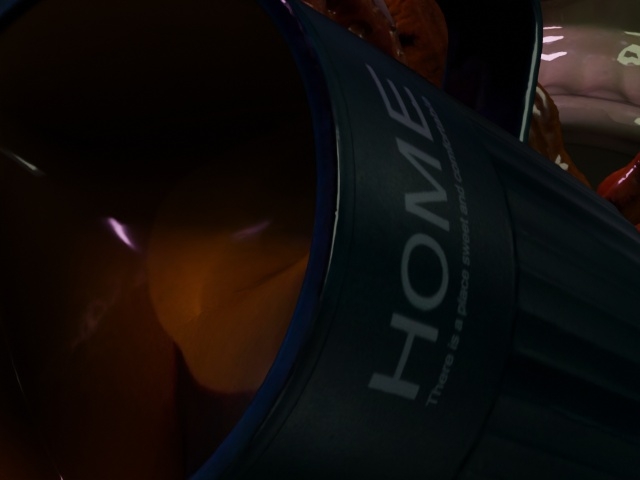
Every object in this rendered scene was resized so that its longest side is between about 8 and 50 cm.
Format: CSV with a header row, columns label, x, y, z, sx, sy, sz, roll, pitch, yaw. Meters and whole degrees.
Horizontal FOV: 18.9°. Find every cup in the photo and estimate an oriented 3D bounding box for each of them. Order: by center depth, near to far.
label,x,y,z,sx,sy,sz,roll,pitch,yaw
cup,-0.013,0.011,0.831,0.292,0.242,0.308,24,42,-49

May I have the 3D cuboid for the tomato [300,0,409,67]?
label,x,y,z,sx,sy,sz,roll,pitch,yaw
tomato,-0.022,-0.062,1.023,0.174,0.082,0.166,42,52,-45

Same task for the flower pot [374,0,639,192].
label,x,y,z,sx,sy,sz,roll,pitch,yaw
flower pot,0.167,-0.115,1.169,0.307,0.307,0.244,34,54,-39

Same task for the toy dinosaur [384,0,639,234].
label,x,y,z,sx,sy,sz,roll,pitch,yaw
toy dinosaur,0.122,-0.021,1.001,0.097,0.208,0.432,-38,124,-78
